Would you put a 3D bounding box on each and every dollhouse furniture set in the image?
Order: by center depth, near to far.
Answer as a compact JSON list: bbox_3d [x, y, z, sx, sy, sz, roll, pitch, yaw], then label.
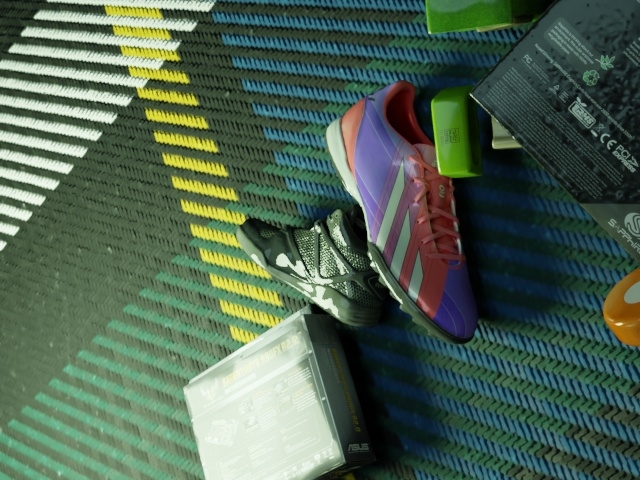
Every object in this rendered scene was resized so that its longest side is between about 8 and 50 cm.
[{"bbox_3d":[0.273,-0.171,1.248,0.301,0.151,0.197,-4,98,22],"label":"dollhouse furniture set"}]

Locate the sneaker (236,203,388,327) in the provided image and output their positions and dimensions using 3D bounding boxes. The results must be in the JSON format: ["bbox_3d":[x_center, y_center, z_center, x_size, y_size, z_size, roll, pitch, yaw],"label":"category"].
[{"bbox_3d":[0.000,0.000,1.471,0.227,0.087,0.130,30,103,39],"label":"sneaker"}]

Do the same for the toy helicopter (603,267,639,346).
[{"bbox_3d":[0.386,0.096,0.963,0.235,0.140,0.355,-34,20,10],"label":"toy helicopter"}]

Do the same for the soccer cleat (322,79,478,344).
[{"bbox_3d":[0.107,-0.036,1.363,0.116,0.108,0.318,-41,56,28],"label":"soccer cleat"}]

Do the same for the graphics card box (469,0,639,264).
[{"bbox_3d":[0.341,-0.184,1.086,0.233,0.094,0.371,45,111,8],"label":"graphics card box"}]

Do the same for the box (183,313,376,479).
[{"bbox_3d":[-0.055,0.216,1.471,0.231,0.056,0.183,-34,62,35],"label":"box"}]

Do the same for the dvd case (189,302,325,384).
[{"bbox_3d":[-0.062,0.209,1.538,0.238,0.029,0.179,-34,62,36],"label":"dvd case"}]
